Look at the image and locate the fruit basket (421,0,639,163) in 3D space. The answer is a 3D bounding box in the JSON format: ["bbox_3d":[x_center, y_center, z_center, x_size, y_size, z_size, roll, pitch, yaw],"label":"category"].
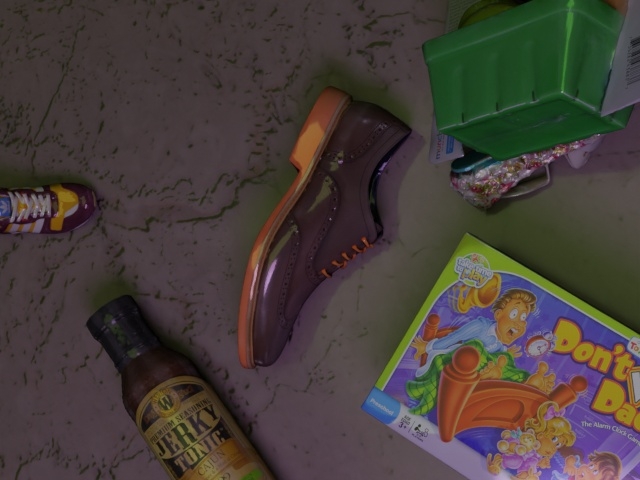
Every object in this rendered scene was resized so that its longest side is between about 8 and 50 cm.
[{"bbox_3d":[0.260,-0.273,1.416,0.327,0.165,0.353,-15,55,49],"label":"fruit basket"}]

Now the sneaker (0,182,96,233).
[{"bbox_3d":[-0.392,-0.040,1.682,0.185,0.084,0.069,-9,84,16],"label":"sneaker"}]

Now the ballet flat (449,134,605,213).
[{"bbox_3d":[0.269,-0.109,1.511,0.241,0.091,0.077,-26,110,17],"label":"ballet flat"}]

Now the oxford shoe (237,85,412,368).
[{"bbox_3d":[0.000,0.000,1.550,0.133,0.130,0.363,21,94,8],"label":"oxford shoe"}]

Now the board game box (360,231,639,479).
[{"bbox_3d":[0.253,0.178,1.393,0.347,0.078,0.233,31,95,16],"label":"board game box"}]

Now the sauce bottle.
[{"bbox_3d":[-0.176,0.225,1.592,0.111,0.111,0.344,-40,77,10],"label":"sauce bottle"}]
